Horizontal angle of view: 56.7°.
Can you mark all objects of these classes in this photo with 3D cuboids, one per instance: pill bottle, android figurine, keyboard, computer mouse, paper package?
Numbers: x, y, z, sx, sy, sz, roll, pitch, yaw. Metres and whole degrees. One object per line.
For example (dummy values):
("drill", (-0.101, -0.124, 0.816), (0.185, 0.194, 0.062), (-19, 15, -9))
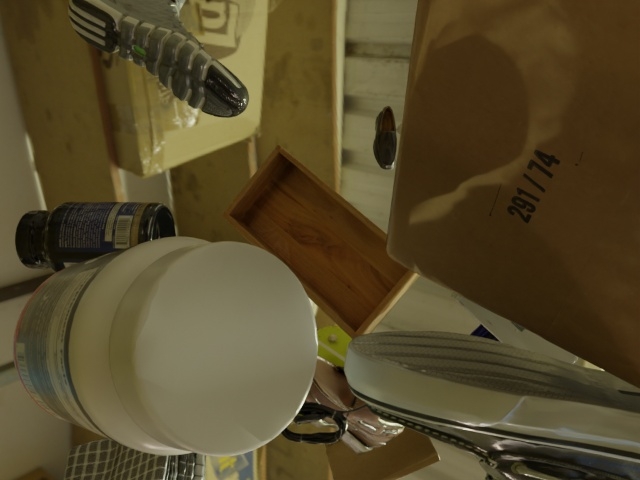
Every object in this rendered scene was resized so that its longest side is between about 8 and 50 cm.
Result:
("pill bottle", (-0.138, 0.083, 0.487), (0.283, 0.161, 0.161), (-11, -83, 51))
("android figurine", (0.010, 0.286, 1.331), (0.248, 0.272, 0.056), (29, -34, 41))
("keyboard", (0.345, 0.154, 1.051), (0.256, 0.014, 0.072), (42, -86, -9))
("computer mouse", (0.063, 0.199, 0.720), (0.241, 0.041, 0.071), (-20, -91, 5))
("paper package", (0.221, -0.075, 0.407), (0.309, 0.168, 0.325), (28, -39, 25))
("pill bottle", (-0.350, 0.000, 0.932), (0.219, 0.123, 0.123), (1, -72, 6))

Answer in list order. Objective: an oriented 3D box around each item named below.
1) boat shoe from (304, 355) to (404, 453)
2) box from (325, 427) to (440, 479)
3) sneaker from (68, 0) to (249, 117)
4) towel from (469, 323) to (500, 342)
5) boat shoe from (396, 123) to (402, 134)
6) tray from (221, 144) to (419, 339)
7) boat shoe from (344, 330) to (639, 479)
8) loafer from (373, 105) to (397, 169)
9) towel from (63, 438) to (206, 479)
("boat shoe", (0.046, 0.244, 0.946), (0.104, 0.307, 0.111), (-25, -130, 14))
("box", (0.113, 0.407, 1.148), (0.164, 0.201, 0.021), (-115, -179, -68))
("sneaker", (-0.168, -0.254, 0.714), (0.228, 0.132, 0.086), (31, -33, -11))
("towel", (0.418, 0.275, 1.383), (0.227, 0.308, 0.076), (-42, -132, 6))
("boat shoe", (0.296, -0.262, 1.573), (0.076, 0.080, 0.228), (-48, -132, 7))
("tray", (0.000, 0.000, 1.259), (0.411, 0.076, 0.203), (42, -84, 21))
("boat shoe", (0.177, 0.161, 0.476), (0.334, 0.121, 0.119), (13, -78, 4))
("loafer", (0.168, -0.266, 1.527), (0.061, 0.062, 0.170), (99, -12, -69))
("towel", (-0.275, 0.399, 0.841), (0.235, 0.121, 0.284), (-30, -139, 25))
